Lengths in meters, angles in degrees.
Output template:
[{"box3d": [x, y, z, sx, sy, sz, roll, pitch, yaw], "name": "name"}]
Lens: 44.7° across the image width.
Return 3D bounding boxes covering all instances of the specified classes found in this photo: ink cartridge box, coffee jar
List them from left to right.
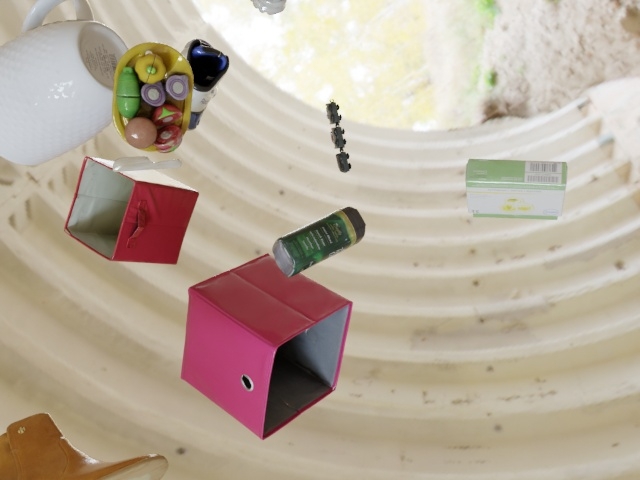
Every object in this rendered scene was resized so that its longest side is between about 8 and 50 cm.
[{"box3d": [0.000, 0.000, 1.565, 0.079, 0.184, 0.096, 60, 158, 9], "name": "coffee jar"}, {"box3d": [0.359, -0.071, 1.435, 0.235, 0.171, 0.056, 65, -149, -61], "name": "ink cartridge box"}]

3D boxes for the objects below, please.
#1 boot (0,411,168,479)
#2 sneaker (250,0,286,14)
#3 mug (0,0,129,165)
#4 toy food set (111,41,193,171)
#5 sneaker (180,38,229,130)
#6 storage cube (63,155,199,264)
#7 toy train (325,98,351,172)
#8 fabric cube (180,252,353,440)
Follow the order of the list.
[{"box3d": [-0.413, 0.356, 1.264, 0.211, 0.295, 0.104, 55, 165, 41], "name": "boot"}, {"box3d": [-0.134, -0.595, 1.587, 0.252, 0.111, 0.103, 52, -126, -3], "name": "sneaker"}, {"box3d": [-0.599, -0.397, 1.776, 0.276, 0.328, 0.374, 13, -116, -55], "name": "mug"}, {"box3d": [-0.269, -0.205, 1.254, 0.128, 0.218, 0.071, 2, -161, -17], "name": "toy food set"}, {"box3d": [-0.285, -0.423, 1.919, 0.127, 0.182, 0.316, 27, -141, -18], "name": "sneaker"}, {"box3d": [-0.419, -0.063, 1.736, 0.215, 0.184, 0.193, 25, -169, 35], "name": "storage cube"}, {"box3d": [0.037, -0.222, 1.656, 0.036, 0.027, 0.158, 172, 87, -71], "name": "toy train"}, {"box3d": [-0.121, 0.220, 1.694, 0.258, 0.254, 0.259, 29, -145, 30], "name": "fabric cube"}]
